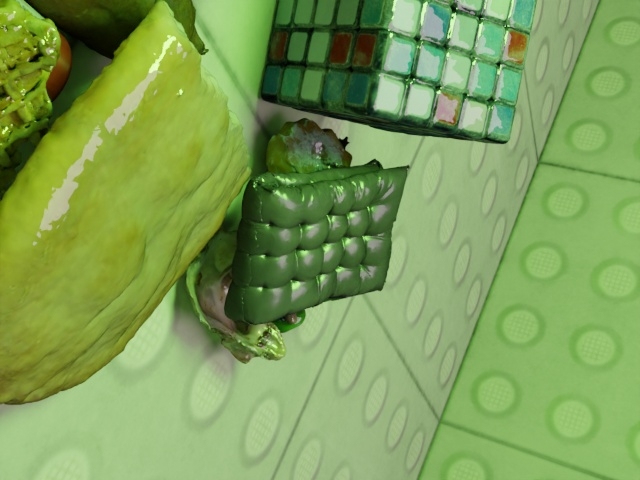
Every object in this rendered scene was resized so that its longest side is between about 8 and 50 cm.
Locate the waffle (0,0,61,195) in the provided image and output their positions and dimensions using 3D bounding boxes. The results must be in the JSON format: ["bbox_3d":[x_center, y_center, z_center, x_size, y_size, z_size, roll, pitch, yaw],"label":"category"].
[{"bbox_3d":[-0.343,-0.111,0.717,0.245,0.052,0.254,-4,139,-47],"label":"waffle"}]

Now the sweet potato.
[{"bbox_3d":[-0.229,-0.277,0.884,0.369,0.158,0.157,55,54,-67],"label":"sweet potato"}]

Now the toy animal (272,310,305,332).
[{"bbox_3d":[-0.084,0.075,1.420,0.103,0.100,0.208,-34,146,-20],"label":"toy animal"}]

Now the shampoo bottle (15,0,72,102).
[{"bbox_3d":[-0.339,-0.211,0.734,0.104,0.104,0.278,-69,154,-12],"label":"shampoo bottle"}]

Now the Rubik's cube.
[{"bbox_3d":[0.119,-0.313,1.285,0.287,0.293,0.291,6,99,-37],"label":"Rubik's cube"}]

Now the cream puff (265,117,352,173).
[{"bbox_3d":[-0.034,-0.118,1.384,0.156,0.121,0.156,-29,158,-13],"label":"cream puff"}]

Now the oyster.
[{"bbox_3d":[-0.140,0.100,1.327,0.161,0.107,0.232,-51,128,-28],"label":"oyster"}]

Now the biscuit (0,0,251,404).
[{"bbox_3d":[-0.220,-0.013,0.942,0.446,0.104,0.429,-56,170,-20],"label":"biscuit"}]

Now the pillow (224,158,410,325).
[{"bbox_3d":[0.000,0.000,1.297,0.326,0.101,0.228,-15,122,-49],"label":"pillow"}]
